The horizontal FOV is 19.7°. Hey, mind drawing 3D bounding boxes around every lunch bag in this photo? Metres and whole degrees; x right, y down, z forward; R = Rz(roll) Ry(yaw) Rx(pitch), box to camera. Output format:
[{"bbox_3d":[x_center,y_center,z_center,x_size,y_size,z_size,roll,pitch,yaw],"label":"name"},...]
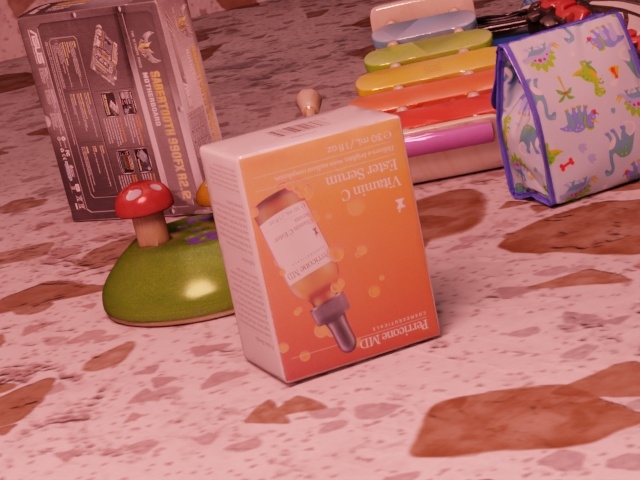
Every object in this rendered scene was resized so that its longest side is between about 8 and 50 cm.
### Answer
[{"bbox_3d":[0.228,-0.121,1.671,0.129,0.151,0.096,-19,17,-22],"label":"lunch bag"}]

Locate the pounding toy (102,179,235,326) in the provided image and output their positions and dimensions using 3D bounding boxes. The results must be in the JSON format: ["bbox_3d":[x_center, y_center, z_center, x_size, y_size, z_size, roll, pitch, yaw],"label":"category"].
[{"bbox_3d":[-0.087,-0.007,1.575,0.237,0.110,0.183,0,19,38],"label":"pounding toy"}]

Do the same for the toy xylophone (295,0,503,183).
[{"bbox_3d":[0.091,-0.146,1.904,0.236,0.081,0.323,-15,31,-2],"label":"toy xylophone"}]

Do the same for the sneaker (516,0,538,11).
[{"bbox_3d":[0.262,-0.270,2.195,0.063,0.073,0.162,3,-20,-32],"label":"sneaker"}]

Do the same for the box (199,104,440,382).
[{"bbox_3d":[0.000,0.000,1.359,0.130,0.170,0.091,-17,14,-19],"label":"box"}]

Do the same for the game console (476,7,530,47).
[{"bbox_3d":[0.225,-0.167,2.088,0.293,0.173,0.250,-9,-16,9],"label":"game console"}]

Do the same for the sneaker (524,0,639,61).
[{"bbox_3d":[0.333,-0.203,1.893,0.135,0.098,0.276,-31,35,-15],"label":"sneaker"}]

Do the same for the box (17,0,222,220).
[{"bbox_3d":[-0.201,-0.138,1.911,0.183,0.231,0.056,-4,20,31],"label":"box"}]
